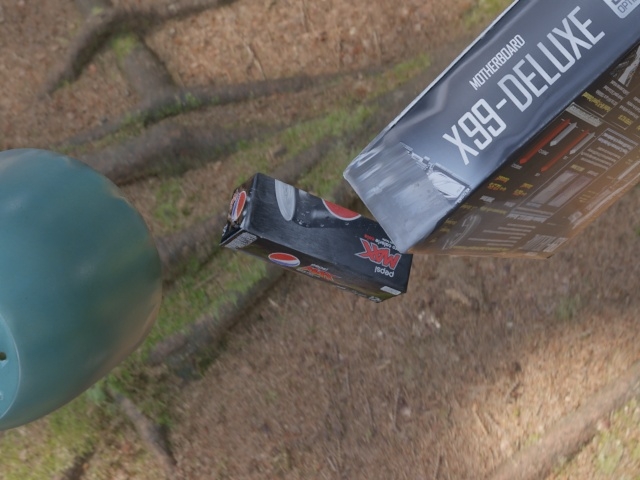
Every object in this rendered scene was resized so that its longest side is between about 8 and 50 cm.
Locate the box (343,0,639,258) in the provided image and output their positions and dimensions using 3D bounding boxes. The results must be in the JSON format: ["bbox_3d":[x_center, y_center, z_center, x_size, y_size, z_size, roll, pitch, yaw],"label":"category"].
[{"bbox_3d":[0.189,-0.089,0.697,0.242,0.307,0.076,-44,68,23],"label":"box"}]

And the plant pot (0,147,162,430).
[{"bbox_3d":[-0.350,0.071,1.033,0.293,0.293,0.235,2,21,12],"label":"plant pot"}]

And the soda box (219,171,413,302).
[{"bbox_3d":[0.000,0.000,0.852,0.169,0.053,0.060,21,67,-23],"label":"soda box"}]
